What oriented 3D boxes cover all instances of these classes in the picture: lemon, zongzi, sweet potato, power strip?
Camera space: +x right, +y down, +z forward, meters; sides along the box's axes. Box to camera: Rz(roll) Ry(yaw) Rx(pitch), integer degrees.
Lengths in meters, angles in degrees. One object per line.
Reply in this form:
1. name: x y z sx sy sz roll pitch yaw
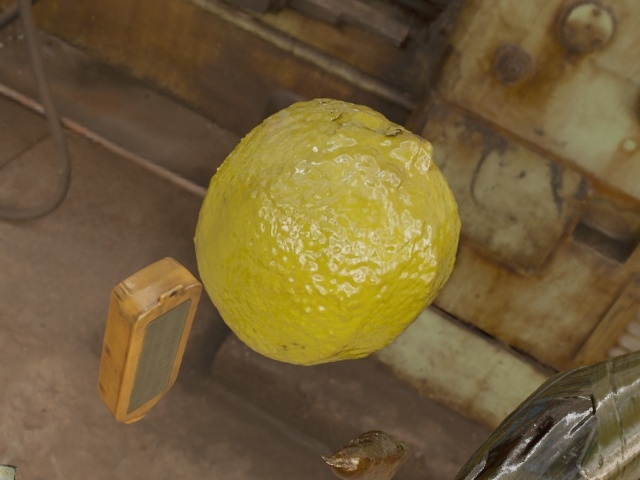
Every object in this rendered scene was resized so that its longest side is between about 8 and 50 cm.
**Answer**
1. lemon: 0.000 0.000 0.913 0.268 0.322 0.268 19 44 -20
2. zongzi: 0.293 0.201 0.898 0.286 0.300 0.138 -25 76 -40
3. sweet potato: 0.061 0.251 1.011 0.067 0.067 0.274 40 3 21
4. power strip: -0.113 0.073 0.550 0.049 0.178 0.028 -32 68 -35

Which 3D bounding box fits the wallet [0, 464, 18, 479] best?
1. wallet: -0.567 0.507 1.303 0.223 0.077 0.309 -14 59 14
